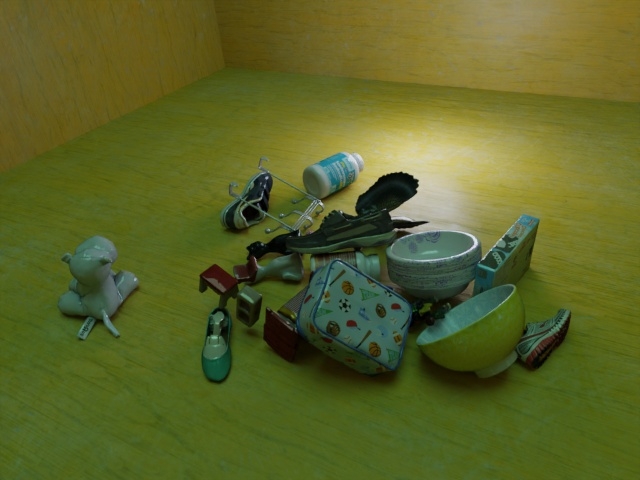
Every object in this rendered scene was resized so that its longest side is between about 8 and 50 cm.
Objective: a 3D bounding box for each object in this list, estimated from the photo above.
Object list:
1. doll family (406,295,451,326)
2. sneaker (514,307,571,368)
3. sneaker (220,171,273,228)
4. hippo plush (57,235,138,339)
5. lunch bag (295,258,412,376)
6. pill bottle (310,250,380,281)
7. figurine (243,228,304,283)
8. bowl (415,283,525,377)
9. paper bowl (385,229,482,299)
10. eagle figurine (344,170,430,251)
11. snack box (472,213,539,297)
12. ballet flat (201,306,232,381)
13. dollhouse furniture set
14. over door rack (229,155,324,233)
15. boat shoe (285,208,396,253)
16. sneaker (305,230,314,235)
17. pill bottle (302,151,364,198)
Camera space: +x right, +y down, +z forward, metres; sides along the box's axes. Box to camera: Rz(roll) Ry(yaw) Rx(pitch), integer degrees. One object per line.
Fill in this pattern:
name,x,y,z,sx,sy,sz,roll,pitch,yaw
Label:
doll family,0.273,0.208,1.397,0.111,0.076,0.193,-30,0,-37
sneaker,0.597,0.244,1.315,0.225,0.088,0.092,-28,40,-30
sneaker,-0.258,-0.155,1.960,0.127,0.126,0.321,11,49,29
hippo plush,-0.729,0.120,1.522,0.234,0.237,0.294,-4,35,1
lunch bag,0.099,0.199,1.281,0.303,0.115,0.243,33,53,-17
pill bottle,0.078,0.095,1.560,0.216,0.121,0.121,-4,35,1
figurine,-0.164,0.065,1.678,0.209,0.092,0.215,-10,35,6
bowl,0.406,0.251,1.242,0.289,0.289,0.156,-30,85,-32
paper bowl,0.347,0.078,1.495,0.284,0.148,0.284,-9,19,3
eagle figurine,0.215,-0.079,1.723,0.298,0.226,0.225,-36,80,-13
snack box,0.559,0.075,1.474,0.060,0.187,0.322,24,44,34
ballet flat,-0.294,0.278,1.375,0.083,0.087,0.247,-6,35,-2
dollhouse furniture set,-0.150,0.147,1.407,0.374,0.152,0.201,34,49,20
over door rack,-0.168,-0.146,1.867,0.324,0.108,0.239,38,44,-2
boat shoe,0.061,-0.035,1.568,0.355,0.130,0.132,-7,4,1
sneaker,0.000,0.000,1.784,0.119,0.047,0.057,3,58,13
pill bottle,0.063,-0.289,2.088,0.264,0.146,0.146,-30,42,-31
